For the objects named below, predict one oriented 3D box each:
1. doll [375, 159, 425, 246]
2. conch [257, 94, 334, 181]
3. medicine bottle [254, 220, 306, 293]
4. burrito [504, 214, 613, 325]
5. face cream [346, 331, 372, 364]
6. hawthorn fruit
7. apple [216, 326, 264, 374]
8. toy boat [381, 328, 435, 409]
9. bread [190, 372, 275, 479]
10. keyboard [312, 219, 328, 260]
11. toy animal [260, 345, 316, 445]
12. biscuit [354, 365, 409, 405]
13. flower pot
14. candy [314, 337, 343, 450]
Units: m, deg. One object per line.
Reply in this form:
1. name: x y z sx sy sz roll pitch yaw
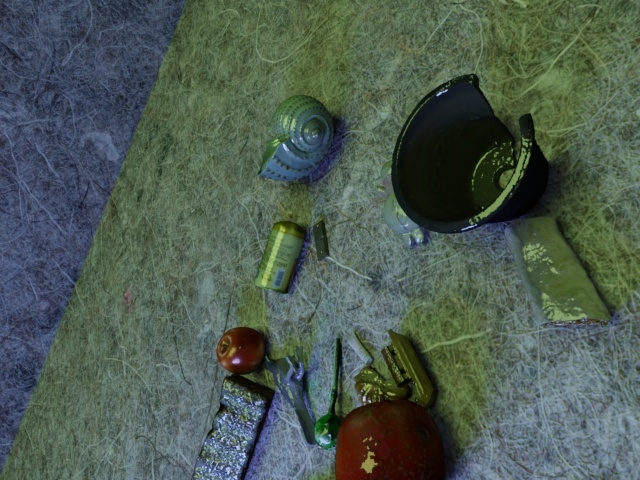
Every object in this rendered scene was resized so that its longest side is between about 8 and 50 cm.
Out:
1. doll: 0.227 -0.121 1.754 0.155 0.113 0.274 -22 60 37
2. conch: -0.081 -0.324 2.089 0.302 0.215 0.319 -66 10 -2
3. medicine bottle: -0.130 0.052 2.077 0.124 0.124 0.238 19 90 48
4. burrito: 0.512 0.080 1.392 0.143 0.105 0.299 -36 51 28
5. face cream: 0.112 0.312 1.800 0.038 0.020 0.115 -57 40 14
6. hawthorn fruit: 0.161 0.503 1.504 0.275 0.275 0.299 -20 71 42
7. apple: -0.268 0.366 2.092 0.163 0.139 0.163 -32 50 47
8. toy boat: 0.225 0.335 1.626 0.088 0.068 0.226 -28 57 5
9. bread: -0.289 0.650 2.005 0.165 0.113 0.416 19 92 13
10. keyboard: 0.000 0.000 2.032 0.049 0.015 0.129 -35 54 40
11. toy animal: -0.087 0.425 1.919 0.367 0.081 0.205 46 133 47
12. biscuit: 0.154 0.412 1.691 0.183 0.061 0.118 10 86 48
13. flower pot: 0.381 -0.170 1.505 0.379 0.251 0.379 -14 69 42
14. candy: 0.038 0.437 1.809 0.097 0.097 0.323 -19 54 42
